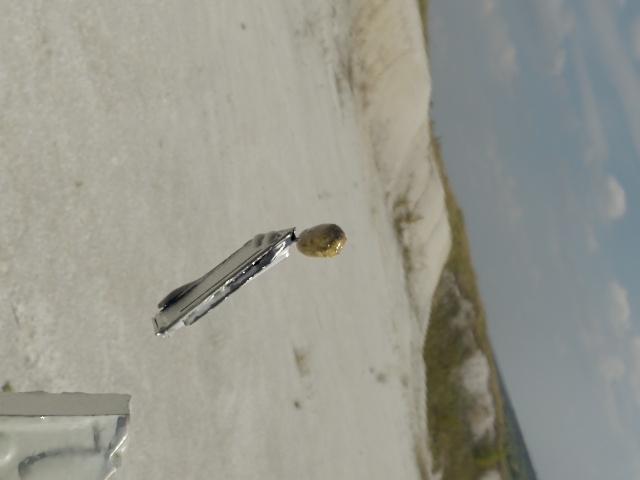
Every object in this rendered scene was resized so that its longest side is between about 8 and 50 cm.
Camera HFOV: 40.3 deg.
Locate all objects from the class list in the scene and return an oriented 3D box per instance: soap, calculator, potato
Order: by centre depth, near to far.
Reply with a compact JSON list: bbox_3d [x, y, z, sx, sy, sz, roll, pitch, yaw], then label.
[{"bbox_3d":[-0.316,0.299,0.876,0.159,0.257,0.303,170,-76,-69],"label":"soap"},{"bbox_3d":[-0.110,0.044,0.929,0.028,0.165,0.274,55,-11,-6],"label":"calculator"},{"bbox_3d":[0.000,0.000,1.201,0.051,0.083,0.040,-52,123,-35],"label":"potato"}]
